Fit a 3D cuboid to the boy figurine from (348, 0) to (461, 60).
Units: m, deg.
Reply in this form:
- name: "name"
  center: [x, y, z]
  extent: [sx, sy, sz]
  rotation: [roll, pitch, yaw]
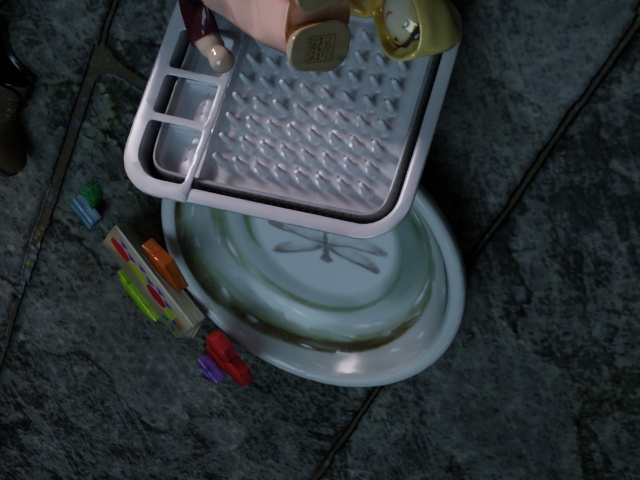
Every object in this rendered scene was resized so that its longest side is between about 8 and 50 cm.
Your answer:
- name: "boy figurine"
  center: [0.028, -0.294, 1.305]
  extent: [0.285, 0.092, 0.177]
  rotation: [52, 133, -1]

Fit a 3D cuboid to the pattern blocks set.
- name: "pattern blocks set"
  center: [-0.219, 0.057, 1.705]
  extent: [0.325, 0.026, 0.285]
  rotation: [55, 161, -10]

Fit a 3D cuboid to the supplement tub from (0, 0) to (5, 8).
- name: "supplement tub"
  center: [-0.422, -0.356, 1.457]
  extent: [0.193, 0.193, 0.316]
  rotation: [44, 133, -9]

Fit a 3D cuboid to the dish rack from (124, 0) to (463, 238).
- name: "dish rack"
  center: [-0.025, -0.147, 1.386]
  extent: [0.333, 0.285, 0.072]
  rotation: [12, 165, 20]

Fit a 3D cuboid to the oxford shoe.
- name: "oxford shoe"
  center: [-0.421, -0.179, 1.677]
  extent: [0.096, 0.083, 0.227]
  rotation: [5, 128, 20]

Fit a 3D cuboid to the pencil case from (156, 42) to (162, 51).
- name: "pencil case"
  center: [-0.159, -0.165, 1.553]
  extent: [0.070, 0.064, 0.151]
  rotation: [21, 133, 24]

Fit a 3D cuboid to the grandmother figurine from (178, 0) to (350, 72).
- name: "grandmother figurine"
  center: [-0.101, -0.278, 1.331]
  extent: [0.342, 0.104, 0.208]
  rotation: [36, 122, 40]

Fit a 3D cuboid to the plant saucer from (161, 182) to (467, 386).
- name: "plant saucer"
  center: [0.000, 0.000, 1.573]
  extent: [0.400, 0.100, 0.400]
  rotation: [15, 131, 18]
